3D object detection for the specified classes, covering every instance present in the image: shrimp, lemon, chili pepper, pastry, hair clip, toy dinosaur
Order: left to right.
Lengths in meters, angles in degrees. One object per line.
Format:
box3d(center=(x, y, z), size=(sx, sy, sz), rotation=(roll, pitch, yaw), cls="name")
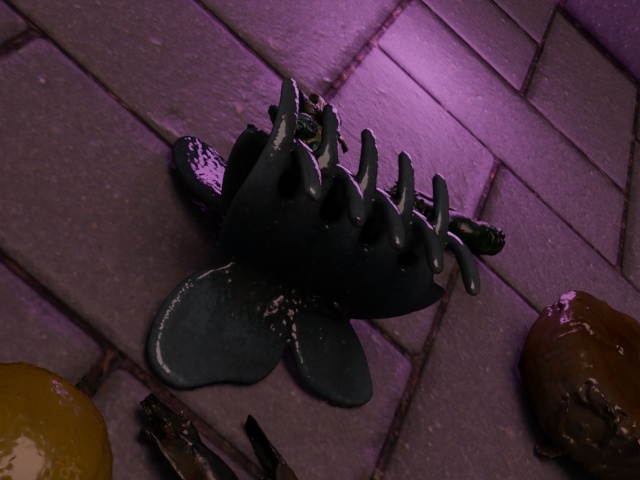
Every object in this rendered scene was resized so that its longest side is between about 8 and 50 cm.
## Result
box3d(center=(-0.249, 0.183, 0.740), size=(0.173, 0.173, 0.206), rotation=(39, 27, -10), cls="lemon")
box3d(center=(-0.092, 0.230, 0.965), size=(0.217, 0.051, 0.150), rotation=(48, 27, 6), cls="shrimp")
box3d(center=(-0.007, -0.104, 1.349), size=(0.153, 0.094, 0.259), rotation=(-2, 66, -42), cls="toy dinosaur")
box3d(center=(0.000, 0.000, 1.123), size=(0.318, 0.238, 0.392), rotation=(29, 38, -27), cls="hair clip")
box3d(center=(0.194, -0.031, 1.500), size=(0.224, 0.061, 0.098), rotation=(19, 30, -29), cls="chili pepper")
box3d(center=(0.441, 0.230, 1.430), size=(0.329, 0.136, 0.330), rotation=(28, 37, -24), cls="pastry")
